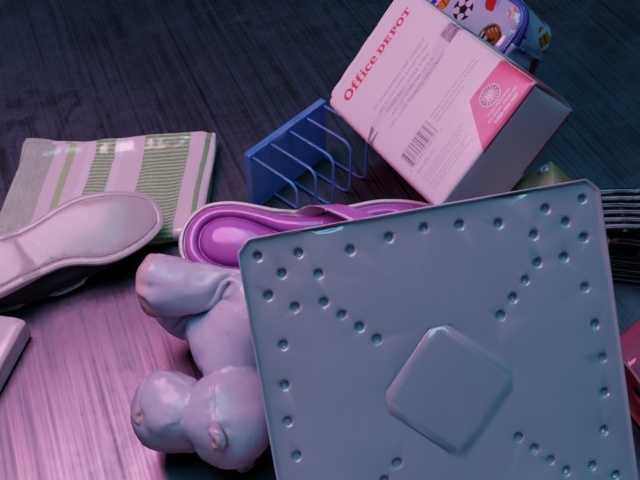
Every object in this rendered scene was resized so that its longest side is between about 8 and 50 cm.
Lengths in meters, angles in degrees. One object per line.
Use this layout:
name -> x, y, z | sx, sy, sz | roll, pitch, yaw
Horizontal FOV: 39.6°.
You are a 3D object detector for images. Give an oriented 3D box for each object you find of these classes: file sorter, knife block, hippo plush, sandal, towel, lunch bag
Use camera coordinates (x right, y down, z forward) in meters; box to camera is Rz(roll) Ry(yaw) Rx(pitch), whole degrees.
file sorter -> -0.018, -0.111, 1.360 | 0.104, 0.118, 0.170 | 34, 57, 26
knife block -> 0.349, 0.012, 1.255 | 0.276, 0.242, 0.088 | -34, 31, 36
hippo plush -> -0.103, 0.160, 1.087 | 0.294, 0.234, 0.236 | 3, 73, 15
sandal -> 0.000, 0.015, 1.215 | 0.417, 0.102, 0.169 | -1, 74, 9
towel -> -0.333, -0.084, 1.408 | 0.325, 0.038, 0.247 | -1, 47, 2
lunch bag -> 0.195, -0.271, 1.399 | 0.115, 0.303, 0.243 | 13, 29, -49

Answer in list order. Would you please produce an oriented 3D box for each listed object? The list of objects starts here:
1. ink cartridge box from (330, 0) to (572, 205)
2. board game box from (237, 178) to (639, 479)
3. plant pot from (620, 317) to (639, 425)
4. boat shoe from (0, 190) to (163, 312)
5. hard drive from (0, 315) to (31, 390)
ink cartridge box -> 0.172, -0.190, 1.243 | 0.117, 0.207, 0.283 | 16, 26, -46
board game box -> 0.133, 0.155, 0.959 | 0.390, 0.389, 0.050 | -10, 6, -7
plant pot -> 0.447, 0.142, 1.050 | 0.180, 0.201, 0.201 | -27, 49, -1
boat shoe -> -0.373, 0.016, 1.276 | 0.303, 0.091, 0.114 | -18, 72, -16
hard drive -> -0.529, 0.218, 1.133 | 0.203, 0.040, 0.307 | 7, 48, 10
